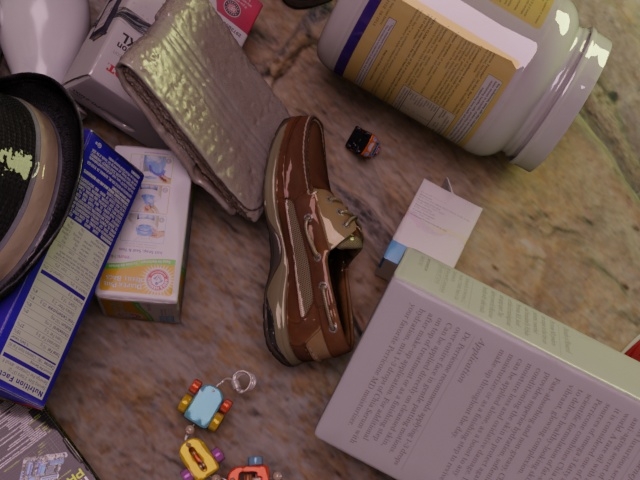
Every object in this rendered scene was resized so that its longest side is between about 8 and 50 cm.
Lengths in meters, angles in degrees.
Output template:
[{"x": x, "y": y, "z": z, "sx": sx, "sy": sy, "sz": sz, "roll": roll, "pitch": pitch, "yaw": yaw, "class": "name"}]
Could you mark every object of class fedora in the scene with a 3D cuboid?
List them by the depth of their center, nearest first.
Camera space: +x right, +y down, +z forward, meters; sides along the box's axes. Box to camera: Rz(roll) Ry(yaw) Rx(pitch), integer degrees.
[{"x": -0.420, "y": -0.079, "z": 1.225, "sx": 0.334, "sy": 0.152, "sz": 0.334, "roll": -15, "pitch": 57, "yaw": 24, "class": "fedora"}]

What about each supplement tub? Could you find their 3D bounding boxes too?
[{"x": 0.189, "y": -0.261, "z": 1.457, "sx": 0.331, "sy": 0.241, "sz": 0.241, "roll": 31, "pitch": 73, "yaw": -1, "class": "supplement tub"}]

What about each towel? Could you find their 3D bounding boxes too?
[{"x": -0.135, "y": -0.174, "z": 1.410, "sx": 0.282, "sy": 0.049, "sz": 0.187, "roll": 54, "pitch": 43, "yaw": -30, "class": "towel"}]

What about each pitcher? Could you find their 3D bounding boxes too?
[{"x": -0.394, "y": -0.271, "z": 1.467, "sx": 0.178, "sy": 0.125, "sz": 0.207, "roll": 9, "pitch": 73, "yaw": -42, "class": "pitcher"}]

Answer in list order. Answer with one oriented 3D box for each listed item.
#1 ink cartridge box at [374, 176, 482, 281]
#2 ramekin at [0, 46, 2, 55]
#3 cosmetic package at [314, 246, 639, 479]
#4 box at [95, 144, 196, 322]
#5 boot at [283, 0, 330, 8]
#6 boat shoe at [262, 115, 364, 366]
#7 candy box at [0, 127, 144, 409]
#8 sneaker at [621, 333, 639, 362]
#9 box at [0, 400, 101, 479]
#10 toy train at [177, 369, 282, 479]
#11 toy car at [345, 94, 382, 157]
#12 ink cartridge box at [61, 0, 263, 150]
[{"x": 0.147, "y": -0.006, "z": 1.460, "sx": 0.090, "sy": 0.092, "sz": 0.143, "roll": 28, "pitch": 74, "yaw": 4, "class": "ink cartridge box"}, {"x": -0.525, "y": -0.288, "z": 1.412, "sx": 0.127, "sy": 0.273, "sz": 0.273, "roll": 8, "pitch": 72, "yaw": 10, "class": "ramekin"}, {"x": 0.250, "y": 0.218, "z": 1.318, "sx": 0.453, "sy": 0.161, "sz": 0.230, "roll": 28, "pitch": 107, "yaw": 4, "class": "cosmetic package"}, {"x": -0.222, "y": -0.005, "z": 1.419, "sx": 0.103, "sy": 0.114, "sz": 0.203, "roll": 5, "pitch": 71, "yaw": -3, "class": "box"}, {"x": 0.046, "y": -0.430, "z": 1.509, "sx": 0.263, "sy": 0.229, "sz": 0.091, "roll": -32, "pitch": 78, "yaw": -13, "class": "boot"}, {"x": 0.000, "y": 0.000, "z": 1.421, "sx": 0.120, "sy": 0.122, "sz": 0.324, "roll": -4, "pitch": 81, "yaw": 21, "class": "boat shoe"}, {"x": -0.395, "y": 0.023, "z": 1.331, "sx": 0.268, "sy": 0.122, "sz": 0.317, "roll": 7, "pitch": 67, "yaw": 35, "class": "candy box"}, {"x": 0.395, "y": 0.181, "z": 1.403, "sx": 0.087, "sy": 0.128, "sz": 0.221, "roll": 42, "pitch": 74, "yaw": 8, "class": "sneaker"}, {"x": -0.429, "y": 0.308, "z": 1.338, "sx": 0.270, "sy": 0.060, "sz": 0.216, "roll": -37, "pitch": 80, "yaw": -14, "class": "box"}, {"x": -0.119, "y": 0.252, "z": 1.388, "sx": 0.125, "sy": 0.046, "sz": 0.166, "roll": -7, "pitch": 77, "yaw": -8, "class": "toy train"}, {"x": 0.077, "y": -0.167, "z": 1.525, "sx": 0.040, "sy": 0.060, "sz": 0.122, "roll": 28, "pitch": 78, "yaw": -29, "class": "toy car"}, {"x": -0.210, "y": -0.261, "z": 1.470, "sx": 0.172, "sy": 0.100, "sz": 0.237, "roll": 34, "pitch": 70, "yaw": -29, "class": "ink cartridge box"}]
